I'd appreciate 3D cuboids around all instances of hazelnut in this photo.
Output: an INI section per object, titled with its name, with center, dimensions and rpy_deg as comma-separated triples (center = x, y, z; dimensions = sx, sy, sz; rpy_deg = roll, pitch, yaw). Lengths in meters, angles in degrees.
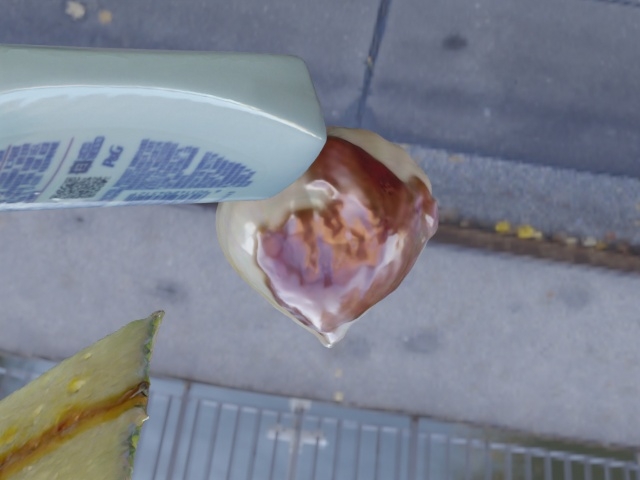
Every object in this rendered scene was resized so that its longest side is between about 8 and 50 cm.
[hazelnut]
center = 0.000, 0.000, 1.389
dimensions = 0.261, 0.261, 0.241
rpy_deg = -16, 95, 23

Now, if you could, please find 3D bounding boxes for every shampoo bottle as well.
[shampoo bottle]
center = -0.162, -0.061, 0.646
dimensions = 0.359, 0.078, 0.134
rpy_deg = -4, 163, -38

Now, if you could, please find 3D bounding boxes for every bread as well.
[bread]
center = -0.190, 0.151, 0.604
dimensions = 0.163, 0.167, 0.264
rpy_deg = 16, 119, -10
